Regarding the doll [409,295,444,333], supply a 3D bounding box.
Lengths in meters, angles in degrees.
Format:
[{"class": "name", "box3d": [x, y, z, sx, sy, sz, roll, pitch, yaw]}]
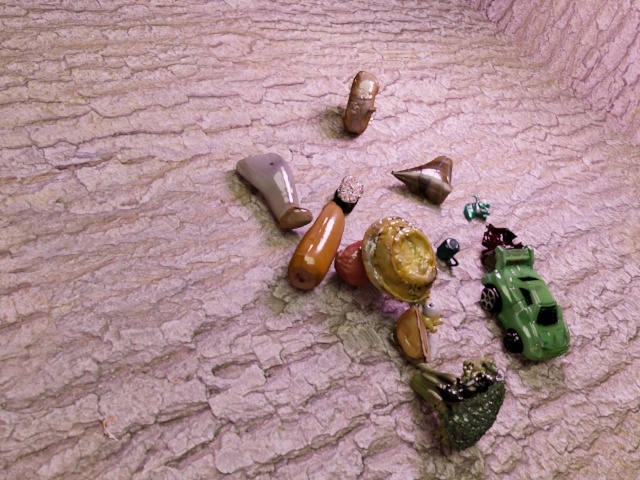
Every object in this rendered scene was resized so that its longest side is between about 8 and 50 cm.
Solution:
[{"class": "doll", "box3d": [0.309, 0.163, 1.812, 0.117, 0.086, 0.291, -7, 46, 8]}]

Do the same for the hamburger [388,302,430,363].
[{"class": "hamburger", "box3d": [0.255, 0.274, 1.683, 0.087, 0.102, 0.176, 23, 52, -56]}]

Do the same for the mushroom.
[{"class": "mushroom", "box3d": [-0.143, -0.157, 1.894, 0.159, 0.122, 0.328, -29, 59, -2]}]

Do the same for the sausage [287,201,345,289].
[{"class": "sausage", "box3d": [0.005, 0.001, 1.784, 0.116, 0.134, 0.354, 10, 42, 17]}]

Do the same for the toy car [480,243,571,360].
[{"class": "toy car", "box3d": [0.661, 0.201, 1.878, 0.213, 0.176, 0.358, 0, 50, -25]}]

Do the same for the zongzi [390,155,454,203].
[{"class": "zongzi", "box3d": [0.390, -0.268, 2.245, 0.242, 0.112, 0.221, 22, 45, -4]}]

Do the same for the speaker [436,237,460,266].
[{"class": "speaker", "box3d": [0.437, 0.045, 1.994, 0.060, 0.075, 0.094, 8, 55, -19]}]

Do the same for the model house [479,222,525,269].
[{"class": "model house", "box3d": [0.661, 0.043, 2.092, 0.203, 0.141, 0.164, 35, 19, -21]}]

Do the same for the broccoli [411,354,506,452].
[{"class": "broccoli", "box3d": [0.349, 0.391, 1.529, 0.243, 0.247, 0.263, 22, 74, 43]}]

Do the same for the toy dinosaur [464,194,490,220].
[{"class": "toy dinosaur", "box3d": [0.599, -0.126, 2.254, 0.096, 0.059, 0.132, 13, 52, -6]}]

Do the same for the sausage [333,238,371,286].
[{"class": "sausage", "box3d": [0.151, 0.060, 1.793, 0.254, 0.148, 0.148, -20, 60, -33]}]

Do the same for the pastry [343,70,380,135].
[{"class": "pastry", "box3d": [0.167, -0.546, 2.315, 0.121, 0.236, 0.257, 14, 44, -1]}]

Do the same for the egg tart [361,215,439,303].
[{"class": "egg tart", "box3d": [0.246, 0.050, 1.714, 0.279, 0.095, 0.279, 10, 69, -27]}]

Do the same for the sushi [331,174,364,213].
[{"class": "sushi", "box3d": [0.096, -0.161, 2.023, 0.090, 0.078, 0.150, 27, 42, 0]}]
